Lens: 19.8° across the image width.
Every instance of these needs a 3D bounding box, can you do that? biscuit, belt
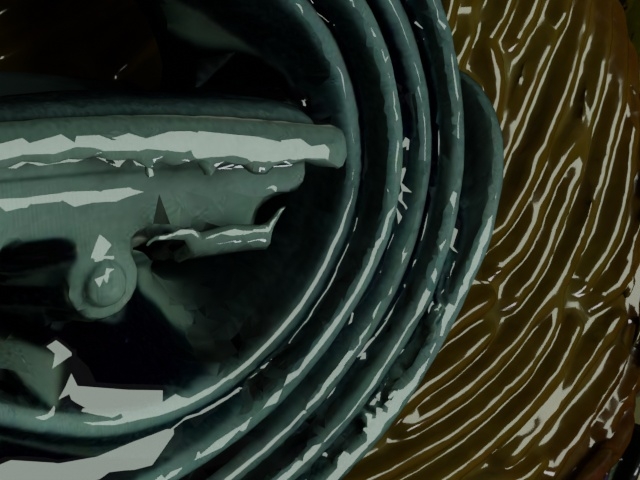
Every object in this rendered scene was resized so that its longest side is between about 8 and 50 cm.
[{"bbox_3d":[0.000,0.000,0.583,0.318,0.040,0.318,-2,93,-39],"label":"biscuit"},{"bbox_3d":[-0.069,-0.011,0.429,0.267,0.116,0.206,-21,111,-32],"label":"belt"}]

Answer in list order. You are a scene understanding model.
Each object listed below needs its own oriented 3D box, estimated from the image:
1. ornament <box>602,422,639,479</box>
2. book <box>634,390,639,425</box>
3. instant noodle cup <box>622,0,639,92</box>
[{"bbox_3d":[0.025,0.104,0.686,0.203,0.088,0.081,-7,116,-46],"label":"ornament"},{"bbox_3d":[0.182,0.002,0.860,0.161,0.026,0.231,-14,134,-56],"label":"book"},{"bbox_3d":[0.311,-0.206,0.968,0.325,0.325,0.254,38,46,-50],"label":"instant noodle cup"}]
